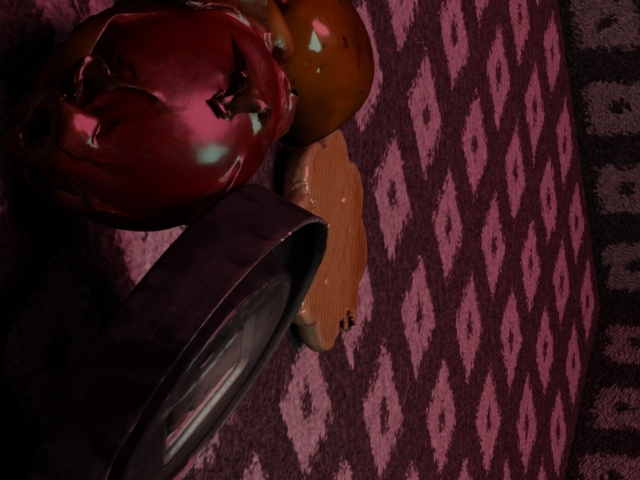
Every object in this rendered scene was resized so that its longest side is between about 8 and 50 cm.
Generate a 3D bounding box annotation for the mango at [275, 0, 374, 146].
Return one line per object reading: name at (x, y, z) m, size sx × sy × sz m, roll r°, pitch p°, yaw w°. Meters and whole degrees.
mango at (-0.025, -0.234, 1.978) m, size 0.287 × 0.152 × 0.201 m, roll 40°, pitch 41°, yaw -68°

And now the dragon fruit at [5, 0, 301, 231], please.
dragon fruit at (-0.152, -0.120, 1.499) m, size 0.315 × 0.250 × 0.250 m, roll 7°, pitch 83°, yaw -78°

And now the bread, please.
bread at (0.000, 0.000, 2.184) m, size 0.316 × 0.054 × 0.316 m, roll 1°, pitch 90°, yaw -70°

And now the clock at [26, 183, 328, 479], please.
clock at (-0.131, 0.119, 1.499) m, size 0.386 × 0.076 × 0.386 m, roll -54°, pitch 170°, yaw -14°

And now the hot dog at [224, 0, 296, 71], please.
hot dog at (-0.122, -0.258, 1.724) m, size 0.337 × 0.100 × 0.135 m, roll 57°, pitch 47°, yaw -51°
